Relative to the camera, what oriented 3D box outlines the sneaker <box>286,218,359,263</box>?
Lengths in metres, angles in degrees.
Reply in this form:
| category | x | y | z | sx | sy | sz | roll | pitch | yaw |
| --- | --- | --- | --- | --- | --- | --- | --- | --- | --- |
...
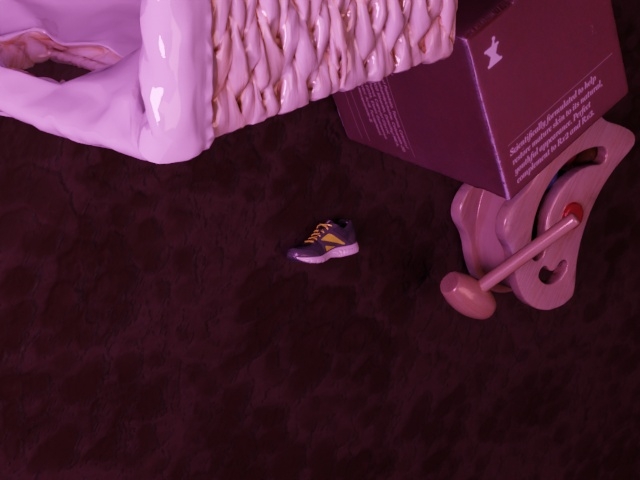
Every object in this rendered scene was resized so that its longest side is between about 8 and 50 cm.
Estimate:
| category | x | y | z | sx | sy | sz | roll | pitch | yaw |
| --- | --- | --- | --- | --- | --- | --- | --- | --- | --- |
| sneaker | 0.000 | 0.000 | 1.264 | 0.083 | 0.031 | 0.035 | -13 | 103 | -44 |

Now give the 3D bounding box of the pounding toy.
| category | x | y | z | sx | sy | sz | roll | pitch | yaw |
| --- | --- | --- | --- | --- | --- | --- | --- | --- | --- |
| pounding toy | 0.238 | -0.011 | 1.392 | 0.269 | 0.155 | 0.154 | -54 | 131 | -12 |

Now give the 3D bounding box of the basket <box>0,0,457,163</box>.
| category | x | y | z | sx | sy | sz | roll | pitch | yaw |
| --- | --- | --- | --- | --- | --- | --- | --- | --- | --- |
| basket | -0.108 | -0.261 | 0.835 | 0.266 | 0.328 | 0.331 | -23 | 122 | -41 |

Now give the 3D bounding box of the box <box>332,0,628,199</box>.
| category | x | y | z | sx | sy | sz | roll | pitch | yaw |
| --- | --- | --- | --- | --- | --- | --- | --- | --- | --- |
| box | 0.121 | -0.170 | 1.176 | 0.168 | 0.203 | 0.167 | -40 | 132 | -23 |
